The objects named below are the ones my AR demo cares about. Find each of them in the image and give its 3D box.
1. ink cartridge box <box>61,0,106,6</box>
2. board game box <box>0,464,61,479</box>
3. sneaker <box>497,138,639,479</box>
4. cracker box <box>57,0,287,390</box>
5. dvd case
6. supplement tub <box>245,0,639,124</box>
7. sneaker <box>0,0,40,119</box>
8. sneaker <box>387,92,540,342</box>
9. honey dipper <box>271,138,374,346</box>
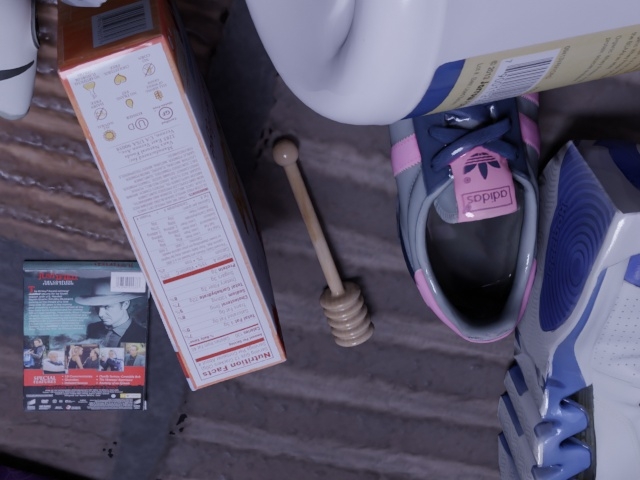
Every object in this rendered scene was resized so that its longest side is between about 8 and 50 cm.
[{"bbox_3d":[-0.153,-0.328,0.825,0.303,0.072,0.307,36,74,-36],"label":"ink cartridge box"},{"bbox_3d":[-0.299,0.240,1.205,0.347,0.056,0.208,18,123,-23],"label":"board game box"},{"bbox_3d":[0.233,0.068,1.164,0.182,0.127,0.315,-3,128,-11],"label":"sneaker"},{"bbox_3d":[-0.090,-0.047,1.015,0.067,0.156,0.232,-18,122,1],"label":"cracker box"},{"bbox_3d":[-0.163,0.068,1.157,0.087,0.013,0.119,0,122,-9],"label":"dvd case"},{"bbox_3d":[0.128,-0.196,0.868,0.316,0.228,0.228,-13,123,-20],"label":"supplement tub"},{"bbox_3d":[-0.326,-0.089,0.974,0.330,0.122,0.146,-10,120,-2],"label":"sneaker"},{"bbox_3d":[0.095,-0.083,1.036,0.112,0.131,0.319,-12,122,-2],"label":"sneaker"},{"bbox_3d":[0.000,0.000,1.135,0.030,0.030,0.161,-18,118,3],"label":"honey dipper"}]
